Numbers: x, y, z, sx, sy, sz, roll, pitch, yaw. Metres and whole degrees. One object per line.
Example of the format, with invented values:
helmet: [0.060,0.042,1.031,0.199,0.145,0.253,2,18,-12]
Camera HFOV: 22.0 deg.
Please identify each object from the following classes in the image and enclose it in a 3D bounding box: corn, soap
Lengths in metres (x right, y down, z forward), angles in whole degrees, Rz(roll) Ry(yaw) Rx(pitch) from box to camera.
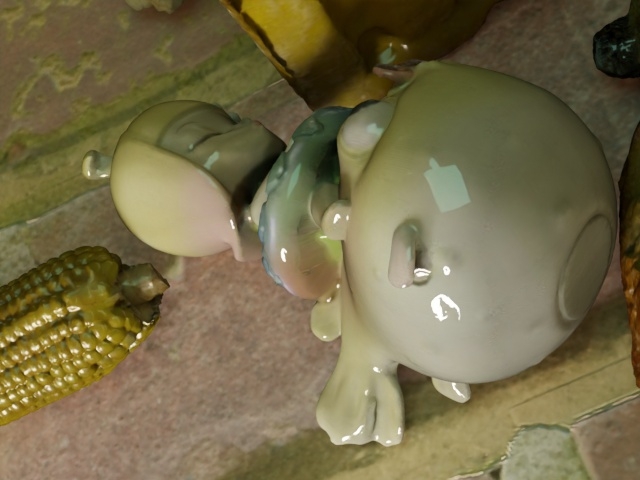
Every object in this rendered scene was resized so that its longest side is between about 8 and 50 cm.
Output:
corn: [-0.228,0.082,1.206,0.262,0.097,0.097,-27,63,9]
soap: [0.046,-0.264,1.106,0.304,0.339,0.169,-36,63,5]

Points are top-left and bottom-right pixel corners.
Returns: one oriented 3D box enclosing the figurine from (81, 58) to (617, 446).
figurine: [0.000,0.000,1.128,0.394,0.227,0.274,15,103,31]

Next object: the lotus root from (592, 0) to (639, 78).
lotus root: [0.278,-0.155,1.121,0.192,0.088,0.113,-17,71,13]

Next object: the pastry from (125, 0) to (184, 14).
pastry: [-0.065,-0.285,1.301,0.258,0.089,0.121,-31,50,2]

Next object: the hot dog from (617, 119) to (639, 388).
hot dog: [0.271,0.018,1.037,0.175,0.114,0.259,-7,53,19]
